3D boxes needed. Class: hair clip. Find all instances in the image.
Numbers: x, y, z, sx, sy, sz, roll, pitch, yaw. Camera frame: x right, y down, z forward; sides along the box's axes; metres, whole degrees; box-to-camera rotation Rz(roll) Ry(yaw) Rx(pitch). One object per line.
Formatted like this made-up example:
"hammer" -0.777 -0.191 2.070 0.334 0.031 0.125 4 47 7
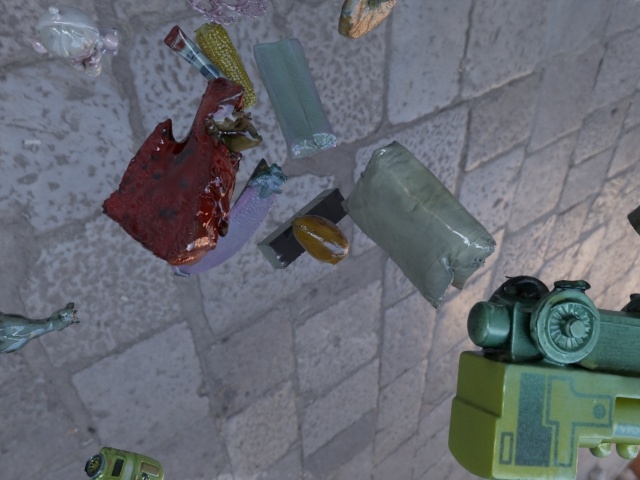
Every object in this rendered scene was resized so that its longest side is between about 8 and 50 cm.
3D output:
"hair clip" -0.206 -0.039 1.326 0.359 0.095 0.110 -50 172 10

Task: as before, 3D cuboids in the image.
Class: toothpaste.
"toothpaste" -0.300 -0.452 1.489 0.239 0.039 0.062 43 115 -13

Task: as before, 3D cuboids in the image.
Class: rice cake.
"rice cake" -0.040 -0.224 0.886 0.080 0.222 0.042 -12 153 -15

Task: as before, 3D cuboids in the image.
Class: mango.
"mango" 0.000 0.000 1.006 0.077 0.063 0.127 -23 135 31

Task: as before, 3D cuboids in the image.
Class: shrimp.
"shrimp" 0.189 -0.701 1.449 0.445 0.085 0.272 -49 169 -13

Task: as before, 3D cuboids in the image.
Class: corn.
"corn" -0.267 -0.495 1.632 0.091 0.091 0.260 -31 106 -15

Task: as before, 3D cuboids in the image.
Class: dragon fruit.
"dragon fruit" -0.122 -0.070 0.577 0.092 0.122 0.192 29 79 -62

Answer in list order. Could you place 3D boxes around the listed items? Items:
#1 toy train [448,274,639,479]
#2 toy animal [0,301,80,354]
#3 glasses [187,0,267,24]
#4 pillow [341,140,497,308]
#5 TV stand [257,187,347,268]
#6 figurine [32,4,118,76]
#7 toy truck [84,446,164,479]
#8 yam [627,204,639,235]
"toy train" 0.349 0.173 0.703 0.368 0.150 0.237 8 85 -12
"toy animal" -0.577 0.167 1.020 0.255 0.170 0.090 2 99 -5
"glasses" -0.244 -0.659 1.553 0.255 0.162 0.095 -36 166 -40
"pillow" 0.112 -0.023 0.671 0.078 0.181 0.134 -36 163 -27
"TV stand" -0.042 -0.037 1.608 0.269 0.082 0.088 -42 107 -23
"figurine" -0.576 -0.485 1.365 0.181 0.256 0.145 23 94 -11
"toy truck" -0.247 0.343 0.695 0.077 0.100 0.169 48 43 -43
"yam" 0.358 -0.044 0.542 0.054 0.054 0.132 -8 151 -39
